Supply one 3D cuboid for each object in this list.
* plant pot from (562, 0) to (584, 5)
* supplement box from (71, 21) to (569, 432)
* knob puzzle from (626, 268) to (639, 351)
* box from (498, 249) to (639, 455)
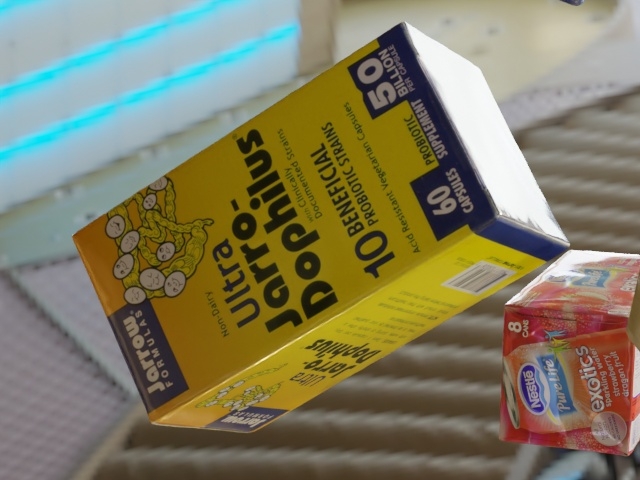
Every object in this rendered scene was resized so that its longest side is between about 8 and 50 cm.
[{"bbox_3d":[0.119,-0.327,1.275,0.236,0.236,0.212,30,-100,16],"label":"plant pot"},{"bbox_3d":[0.000,0.000,1.688,0.356,0.194,0.195,-32,160,18],"label":"supplement box"},{"bbox_3d":[0.227,0.047,0.970,0.030,0.213,0.213,-14,-159,-19],"label":"knob puzzle"},{"bbox_3d":[0.254,0.097,1.780,0.122,0.128,0.257,6,-167,20],"label":"box"}]
